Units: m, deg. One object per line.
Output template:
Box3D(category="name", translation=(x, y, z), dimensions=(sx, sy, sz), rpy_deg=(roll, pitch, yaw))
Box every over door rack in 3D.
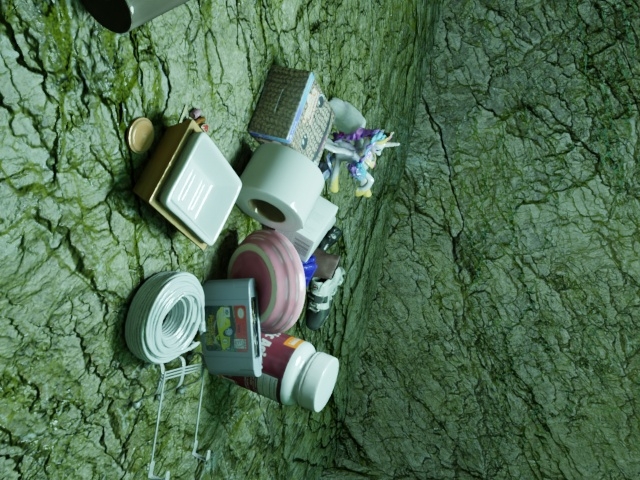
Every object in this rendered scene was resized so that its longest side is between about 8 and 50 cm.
Box3D(category="over door rack", translation=(-0.428, 0.500, 1.558), dimensions=(0.239, 0.108, 0.324), rpy_deg=(14, 71, -70))

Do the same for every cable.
Box3D(category="cable", translation=(-0.411, 0.203, 1.447), dimensions=(0.257, 0.089, 0.257), rpy_deg=(-26, 129, -62))

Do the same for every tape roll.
Box3D(category="tape roll", translation=(-0.131, -0.160, 1.673), dimensions=(0.169, 0.246, 0.246), rpy_deg=(-64, 158, -22))

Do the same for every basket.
Box3D(category="basket", translation=(-0.337, -0.508, 1.023), dimensions=(0.227, 0.154, 0.204), rpy_deg=(-57, 156, -30))

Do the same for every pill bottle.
Box3D(category="pill bottle", translation=(-0.153, 0.426, 1.843), dimensions=(0.224, 0.392, 0.224), rpy_deg=(16, 90, -70))

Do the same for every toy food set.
Box3D(category="toy food set", translation=(-0.320, -0.301, 1.396), dimensions=(0.078, 0.019, 0.122), rpy_deg=(-72, 160, -5))

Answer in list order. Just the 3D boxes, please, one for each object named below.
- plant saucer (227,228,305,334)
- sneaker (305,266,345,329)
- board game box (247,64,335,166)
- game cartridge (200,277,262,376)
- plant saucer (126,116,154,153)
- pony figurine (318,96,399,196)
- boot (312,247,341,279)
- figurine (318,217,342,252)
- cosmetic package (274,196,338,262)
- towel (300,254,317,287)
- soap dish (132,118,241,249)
Box3D(category="plant saucer", translation=(-0.187, 0.132, 1.674), dimensions=(0.084, 0.332, 0.332), rpy_deg=(-5, 112, -45))
Box3D(category="sneaker", translation=(-0.011, 0.250, 2.512), dimensions=(0.146, 0.122, 0.330), rpy_deg=(34, 73, -50))
Box3D(category="board game box", translation=(-0.084, -0.389, 1.766), dimensions=(0.291, 0.141, 0.232), rpy_deg=(38, 70, -69))
Box3D(category="game cartridge", translation=(-0.277, 0.264, 1.636), dimensions=(0.060, 0.196, 0.294), rpy_deg=(-2, 87, -61))
Box3D(category="plant saucer", translation=(-0.408, -0.239, 1.226), dimensions=(0.083, 0.013, 0.083), rpy_deg=(-50, 149, -45))
Box3D(category="pony figurine", translation=(0.104, -0.351, 2.082), dimensions=(0.303, 0.351, 0.363), rpy_deg=(-52, 169, -38))
Box3D(category="boot", translation=(-0.053, 0.121, 2.138), dimensions=(0.248, 0.207, 0.090), rpy_deg=(-59, 155, -34))
Box3D(category="figurine", translation=(0.000, 0.000, 2.369), dimensions=(0.209, 0.092, 0.215), rpy_deg=(-62, 156, -17))
Box3D(category="cosmetic package", translation=(-0.057, -0.056, 1.919), dimensions=(0.183, 0.151, 0.151), rpy_deg=(-56, 174, -35))
Box3D(category="towel", translation=(-0.137, 0.197, 1.986), dimensions=(0.228, 0.076, 0.308), rpy_deg=(-19, 141, -46))
Box3D(category="soap dish", translation=(-0.328, -0.135, 1.360), dimensions=(0.229, 0.118, 0.291), rpy_deg=(-67, 158, -17))
